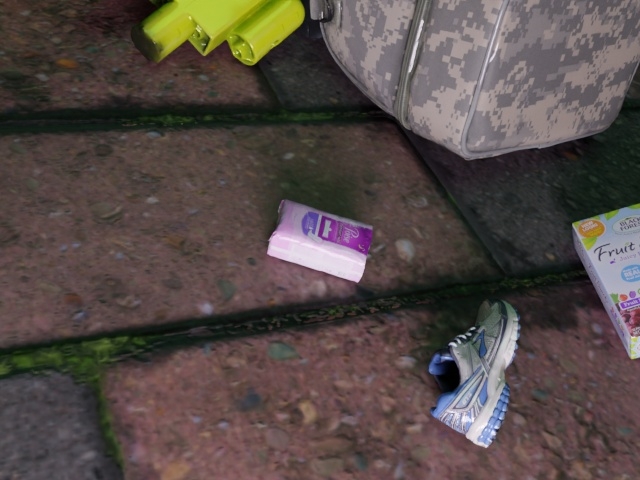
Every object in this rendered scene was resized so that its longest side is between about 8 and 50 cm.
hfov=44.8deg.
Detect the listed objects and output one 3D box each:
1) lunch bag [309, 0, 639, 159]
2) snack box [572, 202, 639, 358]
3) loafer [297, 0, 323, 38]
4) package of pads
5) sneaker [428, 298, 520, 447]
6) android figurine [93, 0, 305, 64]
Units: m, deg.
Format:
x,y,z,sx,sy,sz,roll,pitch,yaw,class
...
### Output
x,y,z,sx,sy,sz,roll,pitch,yaw,class
0.174,-0.239,0.851,0.305,0.212,0.256,-17,38,-35,lunch bag
0.302,0.029,0.704,0.100,0.037,0.141,-16,46,6,snack box
-0.037,-0.303,0.935,0.170,0.062,0.061,47,36,15,loafer
0.000,0.000,0.648,0.083,0.032,0.050,18,45,-4,package of pads
0.115,0.088,0.590,0.058,0.052,0.135,19,41,4,sneaker
-0.121,-0.310,0.828,0.248,0.056,0.273,44,64,-5,android figurine
